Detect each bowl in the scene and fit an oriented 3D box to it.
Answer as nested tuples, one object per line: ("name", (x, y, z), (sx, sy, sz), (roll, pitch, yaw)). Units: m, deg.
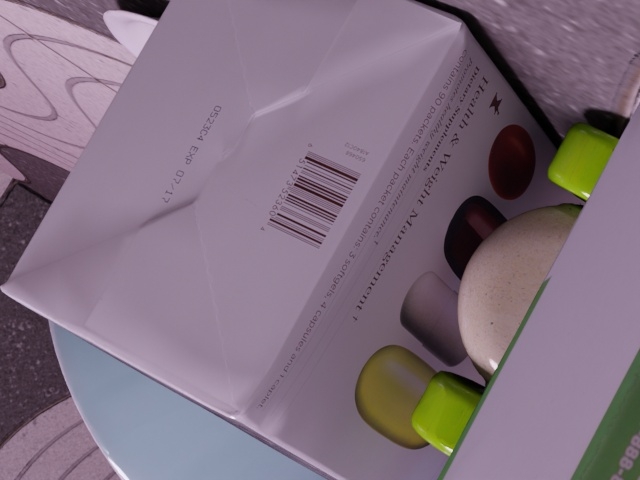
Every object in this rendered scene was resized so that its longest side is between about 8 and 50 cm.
("bowl", (-0.035, 0.066, 1.246), (0.311, 0.163, 0.311), (42, -150, -31))

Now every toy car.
("toy car", (0.140, 0.042, 0.813), (0.149, 0.155, 0.188), (29, -175, 6))

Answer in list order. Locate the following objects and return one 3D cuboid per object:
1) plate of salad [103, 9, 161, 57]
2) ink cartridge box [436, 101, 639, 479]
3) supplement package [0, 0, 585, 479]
("plate of salad", (-0.052, -0.080, 1.055), (0.200, 0.048, 0.200), (28, 173, 4))
("ink cartridge box", (0.206, 0.089, 0.588), (0.278, 0.201, 0.117), (31, 174, -12))
("supplement package", (0.000, 0.000, 0.811), (0.149, 0.194, 0.203), (26, 173, 32))
